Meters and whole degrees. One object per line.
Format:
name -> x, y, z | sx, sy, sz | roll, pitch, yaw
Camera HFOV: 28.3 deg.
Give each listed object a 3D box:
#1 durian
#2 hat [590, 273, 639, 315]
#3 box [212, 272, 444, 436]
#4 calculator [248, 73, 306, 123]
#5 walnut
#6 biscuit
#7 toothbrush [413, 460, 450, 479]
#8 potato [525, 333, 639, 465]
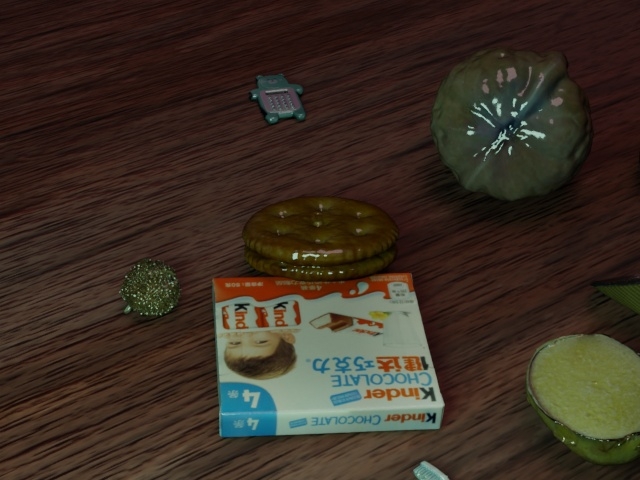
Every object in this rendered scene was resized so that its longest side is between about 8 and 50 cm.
durian -> -0.226, 0.067, 1.680 | 0.091, 0.080, 0.080 | -48, 49, 3
hat -> 0.466, 0.083, 1.709 | 0.193, 0.082, 0.193 | -9, -1, 0
box -> 0.001, 0.139, 1.616 | 0.273, 0.048, 0.265 | -1, 37, -7
calculator -> -0.071, -0.240, 2.128 | 0.094, 0.019, 0.141 | -8, 39, -11
walnut -> 0.289, -0.178, 1.911 | 0.248, 0.248, 0.248 | 2, 38, -2
biscuit -> 0.000, 0.000, 1.743 | 0.221, 0.066, 0.220 | -1, 22, 0
toothbrush -> 0.195, 0.332, 1.404 | 0.027, 0.021, 0.269 | -32, 48, -21
potato -> 0.334, 0.200, 1.542 | 0.164, 0.081, 0.200 | -13, 37, -8
